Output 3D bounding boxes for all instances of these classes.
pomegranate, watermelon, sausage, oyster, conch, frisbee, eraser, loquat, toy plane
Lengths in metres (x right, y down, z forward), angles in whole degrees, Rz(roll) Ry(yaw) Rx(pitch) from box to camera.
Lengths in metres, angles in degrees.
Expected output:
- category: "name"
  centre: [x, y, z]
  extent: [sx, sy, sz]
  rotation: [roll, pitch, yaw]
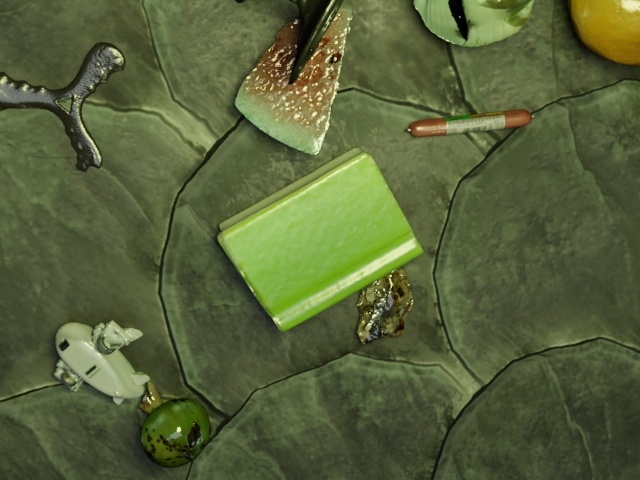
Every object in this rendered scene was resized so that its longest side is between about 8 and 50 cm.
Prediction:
- category: "pomegranate"
  centre: [-0.254, 0.307, 1.290]
  extent: [0.122, 0.122, 0.161]
  rotation: [-46, 69, 5]
- category: "watermelon"
  centre: [-0.020, -0.269, 1.189]
  extent: [0.154, 0.094, 0.241]
  rotation: [26, 98, -5]
- category: "sausage"
  centre: [0.249, -0.193, 1.268]
  extent: [0.223, 0.029, 0.029]
  rotation: [-7, 105, -7]
- category: "oyster"
  centre: [0.115, 0.104, 1.315]
  extent: [0.103, 0.051, 0.148]
  rotation: [-2, 94, -16]
- category: "conch"
  centre: [0.239, -0.400, 1.164]
  extent: [0.200, 0.131, 0.172]
  rotation: [-2, 135, 19]
- category: "frisbee"
  centre: [-0.380, -0.196, 1.180]
  extent: [0.211, 0.012, 0.187]
  rotation: [-22, 107, -4]
- category: "eraser"
  centre: [0.000, 0.000, 1.251]
  extent: [0.274, 0.092, 0.210]
  rotation: [-32, 107, -1]
- category: "loquat"
  centre: [0.490, -0.362, 1.184]
  extent: [0.234, 0.176, 0.187]
  rotation: [12, 94, -7]
- category: "toy plane"
  centre: [-0.356, 0.196, 1.252]
  extent: [0.174, 0.080, 0.174]
  rotation: [3, 118, 5]

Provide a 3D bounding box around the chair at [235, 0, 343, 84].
- category: "chair"
  centre: [-0.153, -0.404, 1.022]
  extent: [0.401, 0.226, 0.226]
  rotation: [30, 98, -4]
